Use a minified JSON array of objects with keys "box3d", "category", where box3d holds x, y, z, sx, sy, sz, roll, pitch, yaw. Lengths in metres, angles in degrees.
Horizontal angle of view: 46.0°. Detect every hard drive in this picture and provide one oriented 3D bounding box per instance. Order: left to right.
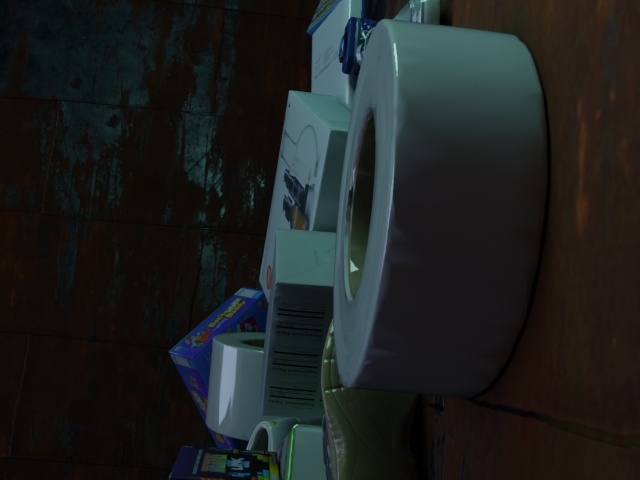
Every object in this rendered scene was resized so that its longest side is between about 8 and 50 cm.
[{"box3d":[0.029,-0.263,1.405,0.210,0.040,0.319,160,112,-70],"category":"hard drive"}]

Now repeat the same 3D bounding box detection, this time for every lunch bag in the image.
[{"box3d":[0.064,-0.323,1.274,0.067,0.065,0.098,125,151,-81],"category":"lunch bag"}]

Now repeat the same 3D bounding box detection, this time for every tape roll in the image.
[{"box3d":[-0.097,0.281,1.475,0.246,0.246,0.169,-157,73,-85],"category":"tape roll"},{"box3d":[0.077,-0.024,0.591,0.286,0.100,0.286,-175,90,-86],"category":"tape roll"}]

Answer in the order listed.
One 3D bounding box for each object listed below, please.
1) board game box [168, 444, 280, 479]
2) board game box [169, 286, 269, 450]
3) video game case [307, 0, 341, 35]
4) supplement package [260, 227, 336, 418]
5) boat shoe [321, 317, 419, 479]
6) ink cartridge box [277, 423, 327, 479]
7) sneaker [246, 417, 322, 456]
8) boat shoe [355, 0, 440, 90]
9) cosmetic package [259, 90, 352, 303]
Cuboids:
[{"box3d":[-0.127,0.322,1.019,0.170,0.141,0.048,160,116,-84],"category":"board game box"},{"box3d":[-0.159,0.310,1.649,0.233,0.078,0.347,-41,-57,-37],"category":"board game box"},{"box3d":[0.031,-0.530,1.646,0.119,0.015,0.166,-31,30,42],"category":"video game case"},{"box3d":[-0.001,0.114,1.068,0.194,0.149,0.203,-97,13,-68],"category":"supplement package"},{"box3d":[0.045,0.191,0.741,0.092,0.102,0.285,110,159,-55],"category":"boat shoe"},{"box3d":[-0.004,0.372,1.026,0.273,0.114,0.198,107,168,-68],"category":"ink cartridge box"},{"box3d":[-0.066,0.421,1.265,0.108,0.169,0.293,25,112,54],"category":"sneaker"},{"box3d":[0.080,-0.202,0.854,0.227,0.081,0.079,109,165,-72],"category":"boat shoe"},{"box3d":[-0.012,-0.036,1.273,0.284,0.097,0.377,-120,38,-65],"category":"cosmetic package"}]
